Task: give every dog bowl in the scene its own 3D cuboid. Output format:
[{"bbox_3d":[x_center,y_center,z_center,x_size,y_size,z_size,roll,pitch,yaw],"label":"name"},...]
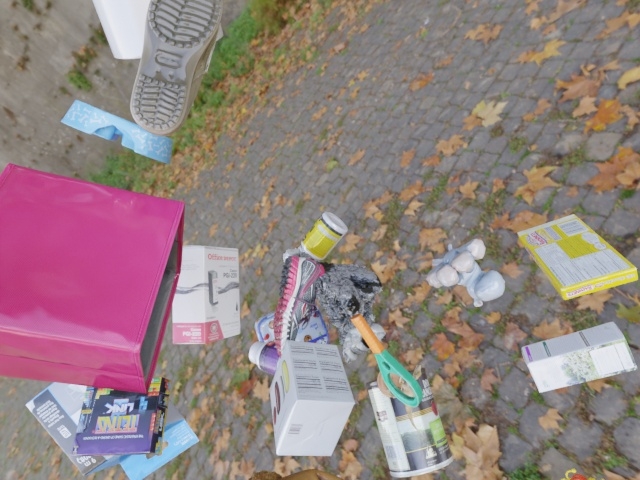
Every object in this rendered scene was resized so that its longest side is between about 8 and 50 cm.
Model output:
[{"bbox_3d":[-0.563,-0.307,1.209,0.074,0.297,0.166,-67,19,3],"label":"dog bowl"}]

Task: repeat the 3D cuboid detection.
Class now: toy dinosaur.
[{"bbox_3d":[0.220,0.402,1.091,0.092,0.053,0.183,14,107,54],"label":"toy dinosaur"}]

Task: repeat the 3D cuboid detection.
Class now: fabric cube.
[{"bbox_3d":[-0.378,0.078,0.679,0.259,0.258,0.254,119,158,-54],"label":"fabric cube"}]

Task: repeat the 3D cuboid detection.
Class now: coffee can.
[{"bbox_3d":[0.275,0.564,1.340,0.201,0.201,0.276,-28,68,35],"label":"coffee can"}]

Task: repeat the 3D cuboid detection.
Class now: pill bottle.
[{"bbox_3d":[0.000,0.000,1.666,0.208,0.119,0.119,-51,30,18],"label":"pill bottle"},{"bbox_3d":[-0.156,0.416,1.495,0.193,0.108,0.108,6,63,36],"label":"pill bottle"}]

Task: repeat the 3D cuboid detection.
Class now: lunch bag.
[{"bbox_3d":[-0.113,0.399,1.815,0.303,0.243,0.115,-19,-3,-20],"label":"lunch bag"}]

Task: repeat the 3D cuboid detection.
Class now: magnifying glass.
[{"bbox_3d":[0.138,0.257,0.906,0.026,0.231,0.092,-34,3,-30],"label":"magnifying glass"}]

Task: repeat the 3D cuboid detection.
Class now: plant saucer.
[{"bbox_3d":[0.198,0.388,1.174,0.013,0.083,0.084,100,-169,-66],"label":"plant saucer"}]

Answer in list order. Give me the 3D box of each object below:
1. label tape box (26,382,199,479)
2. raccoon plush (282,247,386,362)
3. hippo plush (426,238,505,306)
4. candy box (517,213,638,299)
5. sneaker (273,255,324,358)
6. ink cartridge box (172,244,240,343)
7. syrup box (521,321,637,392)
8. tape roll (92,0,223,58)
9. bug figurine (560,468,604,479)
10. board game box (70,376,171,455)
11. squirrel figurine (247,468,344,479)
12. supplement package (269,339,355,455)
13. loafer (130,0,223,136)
[{"bbox_3d":[-0.517,0.457,1.072,0.249,0.348,0.115,-36,2,12],"label":"label tape box"},{"bbox_3d":[0.053,0.231,1.581,0.446,0.216,0.299,33,128,38],"label":"raccoon plush"},{"bbox_3d":[0.563,0.155,1.641,0.234,0.237,0.294,-42,0,-11],"label":"hippo plush"},{"bbox_3d":[0.419,0.021,0.716,0.105,0.027,0.206,-22,22,16],"label":"candy box"},{"bbox_3d":[-0.064,0.198,1.197,0.121,0.111,0.300,-154,75,-74],"label":"sneaker"},{"bbox_3d":[-0.267,0.123,1.006,0.092,0.158,0.218,-6,85,19],"label":"ink cartridge box"},{"bbox_3d":[0.667,0.306,1.113,0.236,0.093,0.096,-24,8,23],"label":"syrup box"},{"bbox_3d":[-0.346,-0.502,0.900,0.245,0.169,0.246,-7,34,5],"label":"tape roll"},{"bbox_3d":[0.627,0.703,1.111,0.072,0.216,0.279,36,97,39],"label":"bug figurine"},{"bbox_3d":[-0.400,0.355,0.860,0.170,0.048,0.141,-7,60,8],"label":"board game box"},{"bbox_3d":[-0.113,0.917,1.308,0.281,0.396,0.370,-59,6,16],"label":"squirrel figurine"},{"bbox_3d":[-0.031,0.402,1.095,0.203,0.149,0.194,-112,36,-60],"label":"supplement package"},{"bbox_3d":[-0.223,-0.282,0.653,0.092,0.101,0.269,166,121,-70],"label":"loafer"}]
